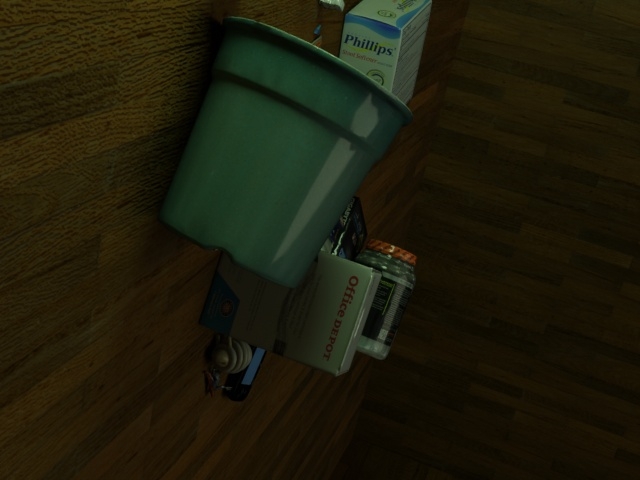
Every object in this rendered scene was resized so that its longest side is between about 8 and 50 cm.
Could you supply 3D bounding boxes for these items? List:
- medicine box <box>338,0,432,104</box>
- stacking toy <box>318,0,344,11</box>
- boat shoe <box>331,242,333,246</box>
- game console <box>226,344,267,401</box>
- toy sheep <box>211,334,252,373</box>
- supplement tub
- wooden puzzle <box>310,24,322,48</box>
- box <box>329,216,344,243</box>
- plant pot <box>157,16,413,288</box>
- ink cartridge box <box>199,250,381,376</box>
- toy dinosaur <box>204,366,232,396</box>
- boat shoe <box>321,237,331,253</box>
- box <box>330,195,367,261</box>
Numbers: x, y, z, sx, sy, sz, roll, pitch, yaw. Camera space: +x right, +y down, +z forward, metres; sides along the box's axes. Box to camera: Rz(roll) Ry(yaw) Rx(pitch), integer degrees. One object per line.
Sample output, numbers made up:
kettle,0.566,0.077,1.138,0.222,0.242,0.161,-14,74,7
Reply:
medicine box,0.153,-0.457,2.089,0.263,0.149,0.289,-53,157,-52
stacking toy,0.028,-0.583,1.662,0.221,0.052,0.167,38,69,-73
boat shoe,0.000,0.000,2.240,0.226,0.075,0.083,91,22,-50
game console,-0.129,0.227,2.030,0.361,0.044,0.213,-66,152,-5
toy sheep,-0.191,0.246,1.805,0.132,0.091,0.091,0,109,-56
supplement tub,0.165,0.180,2.560,0.207,0.207,0.338,40,71,-75
wooden puzzle,-0.012,-0.403,1.801,0.116,0.014,0.079,93,20,-46
box,0.024,-0.114,2.060,0.136,0.036,0.225,51,31,-74
plant pot,-0.075,-0.123,1.328,0.334,0.341,0.341,-64,166,0
ink cartridge box,-0.058,0.117,1.683,0.129,0.307,0.223,19,89,-76
toy dinosaur,-0.242,0.314,1.835,0.090,0.047,0.082,5,116,-42
boat shoe,-0.022,0.054,1.975,0.303,0.091,0.114,-91,165,-51
box,0.053,0.044,2.521,0.295,0.073,0.293,73,37,-67
